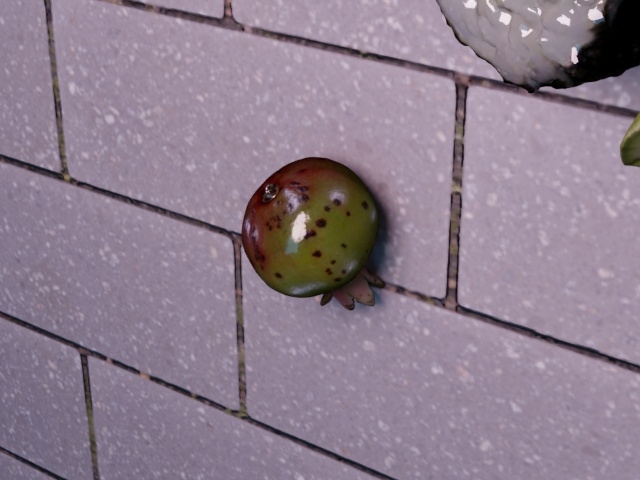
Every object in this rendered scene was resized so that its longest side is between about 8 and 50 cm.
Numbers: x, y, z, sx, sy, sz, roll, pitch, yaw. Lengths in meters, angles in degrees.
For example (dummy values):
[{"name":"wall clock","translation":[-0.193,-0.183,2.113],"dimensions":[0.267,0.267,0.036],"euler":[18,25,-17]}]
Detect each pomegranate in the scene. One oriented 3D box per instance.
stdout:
[{"name":"pomegranate","translation":[-0.001,-0.007,1.171],"dimensions":[0.129,0.159,0.129],"euler":[-7,71,23]}]

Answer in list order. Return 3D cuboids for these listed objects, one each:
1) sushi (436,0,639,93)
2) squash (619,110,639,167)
[{"name":"sushi","translation":[0.187,-0.269,0.832],"dimensions":[0.211,0.171,0.350],"euler":[36,135,42]},{"name":"squash","translation":[0.319,-0.090,0.810],"dimensions":[0.189,0.189,0.260],"euler":[39,127,17]}]
